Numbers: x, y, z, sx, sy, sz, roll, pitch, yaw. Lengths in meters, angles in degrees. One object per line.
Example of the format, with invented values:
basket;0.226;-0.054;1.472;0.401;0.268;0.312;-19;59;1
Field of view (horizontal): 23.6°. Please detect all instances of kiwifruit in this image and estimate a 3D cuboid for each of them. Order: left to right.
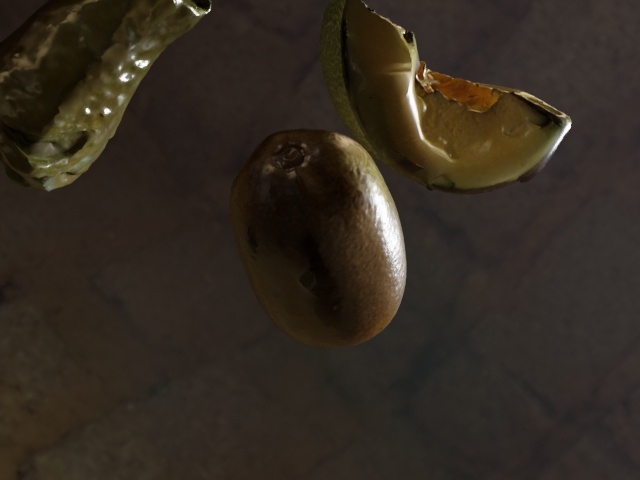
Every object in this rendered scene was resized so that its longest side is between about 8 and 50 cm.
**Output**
kiwifruit;0.000;0.000;0.703;0.075;0.075;0.124;-38;137;-16

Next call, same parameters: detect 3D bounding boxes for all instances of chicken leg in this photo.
chicken leg;-0.054;-0.181;0.872;0.429;0.153;0.201;-47;159;-6

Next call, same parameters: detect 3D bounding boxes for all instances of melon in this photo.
melon;0.053;-0.077;0.894;0.079;0.160;0.128;-65;-156;3
